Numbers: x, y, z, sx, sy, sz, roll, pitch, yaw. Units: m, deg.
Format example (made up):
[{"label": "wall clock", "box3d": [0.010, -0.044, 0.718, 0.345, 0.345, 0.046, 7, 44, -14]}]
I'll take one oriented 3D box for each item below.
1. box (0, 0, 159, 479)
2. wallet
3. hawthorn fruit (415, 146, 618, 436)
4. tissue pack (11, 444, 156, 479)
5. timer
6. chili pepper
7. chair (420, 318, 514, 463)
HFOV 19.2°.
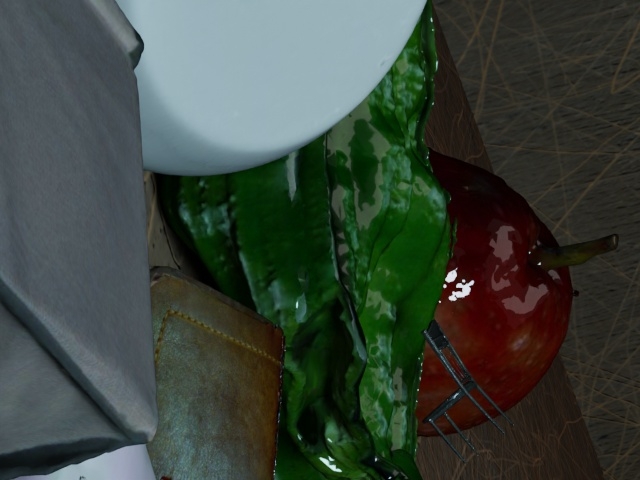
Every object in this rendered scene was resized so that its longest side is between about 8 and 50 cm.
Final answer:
[{"label": "box", "box3d": [-0.170, -0.041, 0.475, 0.252, 0.188, 0.153, 60, 22, -57]}, {"label": "wallet", "box3d": [-0.068, 0.144, 0.822, 0.137, 0.031, 0.255, 29, 62, -53]}, {"label": "hawthorn fruit", "box3d": [0.100, 0.038, 1.430, 0.230, 0.266, 0.210, 60, 36, -35]}, {"label": "tissue pack", "box3d": [-0.111, 0.154, 0.576, 0.225, 0.124, 0.185, -87, 168, -57]}, {"label": "timer", "box3d": [-0.101, -0.181, 0.951, 0.285, 0.285, 0.285, -17, 90, -78]}, {"label": "chili pepper", "box3d": [-0.011, 0.001, 1.221, 0.213, 0.168, 0.384, 4, 80, -61]}, {"label": "chair", "box3d": [0.080, 0.096, 1.185, 0.086, 0.042, 0.037, 55, 19, 7]}]
